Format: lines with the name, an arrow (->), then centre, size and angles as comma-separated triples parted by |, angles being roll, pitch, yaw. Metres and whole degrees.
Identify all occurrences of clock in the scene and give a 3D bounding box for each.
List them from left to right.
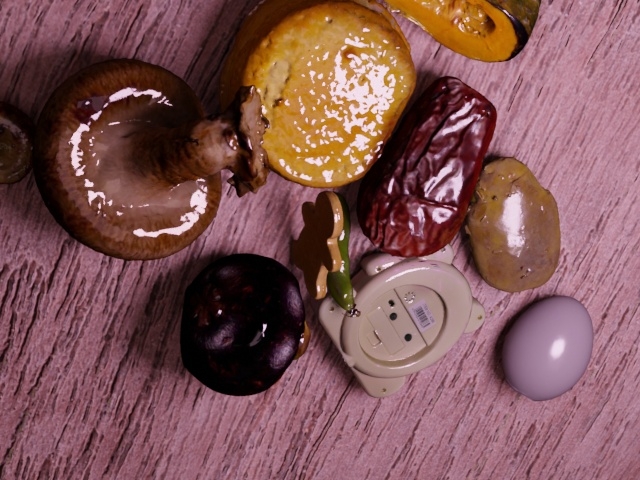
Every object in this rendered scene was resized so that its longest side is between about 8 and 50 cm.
clock -> 0.165, 0.150, 1.583 | 0.309, 0.114, 0.284 | -32, 111, -1

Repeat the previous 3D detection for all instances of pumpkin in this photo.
pumpkin -> 0.244, -0.477, 1.341 | 0.325, 0.242, 0.232 | 34, 71, -16

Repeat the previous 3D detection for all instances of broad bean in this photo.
broad bean -> 0.034, 0.026, 1.492 | 0.065, 0.046, 0.255 | -10, 76, 19

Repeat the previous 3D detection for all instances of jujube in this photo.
jujube -> 0.202, -0.136, 1.437 | 0.216, 0.216, 0.342 | 19, 104, -17

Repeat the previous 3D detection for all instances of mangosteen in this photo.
mangosteen -> -0.139, 0.167, 1.459 | 0.233, 0.287, 0.288 | -8, 111, 1

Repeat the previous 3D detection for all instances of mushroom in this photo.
mushroom -> -0.288, -0.115, 1.275 | 0.334, 0.356, 0.331 | -17, 125, -27

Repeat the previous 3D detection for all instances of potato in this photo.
potato -> 0.388, -0.026, 1.548 | 0.191, 0.141, 0.296 | -23, 110, -6

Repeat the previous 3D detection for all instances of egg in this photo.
egg -> 0.487, 0.226, 1.637 | 0.176, 0.176, 0.232 | 19, 100, -17

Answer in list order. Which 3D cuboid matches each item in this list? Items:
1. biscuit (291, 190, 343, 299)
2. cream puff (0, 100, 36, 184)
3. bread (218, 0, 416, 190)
biscuit -> 0.002, 0.000, 1.430 | 0.035, 0.158, 0.240 | -11, 148, -25
cream puff -> -0.557, -0.170, 1.329 | 0.149, 0.084, 0.149 | -2, 109, -6
bread -> 0.007, -0.268, 1.350 | 0.336, 0.204, 0.358 | 20, 103, -22
